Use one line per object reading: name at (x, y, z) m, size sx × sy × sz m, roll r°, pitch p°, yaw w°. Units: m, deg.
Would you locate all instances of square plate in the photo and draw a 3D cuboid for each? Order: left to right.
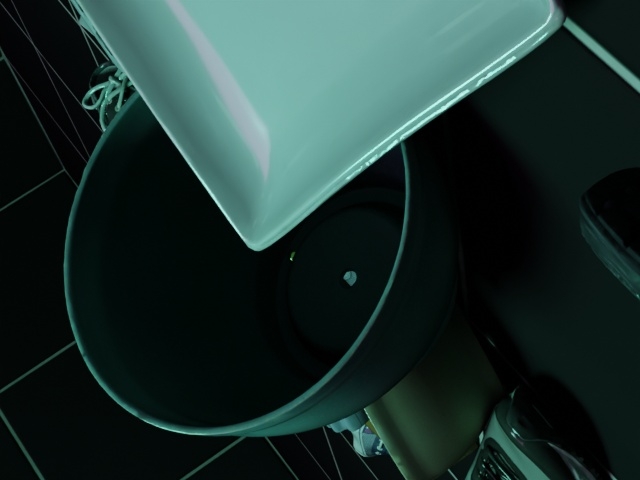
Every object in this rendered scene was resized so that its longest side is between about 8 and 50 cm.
square plate at (-0.048, -0.197, 0.806) m, size 0.347 × 0.049 × 0.344 m, roll 56°, pitch 145°, yaw 1°

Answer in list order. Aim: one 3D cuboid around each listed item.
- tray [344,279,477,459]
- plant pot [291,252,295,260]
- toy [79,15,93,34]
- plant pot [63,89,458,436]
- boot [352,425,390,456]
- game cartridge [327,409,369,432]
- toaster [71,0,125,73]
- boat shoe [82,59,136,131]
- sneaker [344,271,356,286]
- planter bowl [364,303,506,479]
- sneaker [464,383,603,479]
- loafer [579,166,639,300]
tray at (0.011, 0.098, 1.567) m, size 0.202 × 0.076 × 0.411 m, roll 62°, pitch 166°, yaw -26°
plant pot at (0.000, 0.000, 1.325) m, size 0.083 × 0.079 × 0.083 m, roll 52°, pitch 167°, yaw 17°
toy at (-0.151, -0.235, 1.286) m, size 0.056 × 0.137 × 0.237 m, roll 15°, pitch -167°, yaw -34°
plant pot at (-0.015, 0.013, 1.031) m, size 0.293 × 0.293 × 0.196 m, roll 48°, pitch -167°, yaw 35°
boot at (0.090, 0.244, 1.677) m, size 0.086 × 0.069 × 0.190 m, roll 32°, pitch 173°, yaw 17°
game cartridge at (-0.049, 0.090, 1.484) m, size 0.196 × 0.060 × 0.294 m, roll 56°, pitch 169°, yaw -16°
toaster at (-0.112, -0.214, 1.026) m, size 0.129 × 0.146 × 0.227 m, roll 55°, pitch 168°, yaw 0°
boat shoe at (-0.224, -0.168, 1.693) m, size 0.105 × 0.113 × 0.306 m, roll 45°, pitch -177°, yaw -23°
sneaker at (-0.029, -0.014, 1.220) m, size 0.268 × 0.153 × 0.101 m, roll 59°, pitch 169°, yaw -12°
planter bowl at (0.088, 0.114, 1.167) m, size 0.162 × 0.109 × 0.162 m, roll 60°, pitch -179°, yaw -2°
sneaker at (0.166, 0.212, 1.168) m, size 0.100 × 0.108 × 0.271 m, roll 52°, pitch 167°, yaw 27°
loafer at (0.201, 0.041, 0.627) m, size 0.223 × 0.076 × 0.078 m, roll 41°, pitch 153°, yaw 41°
